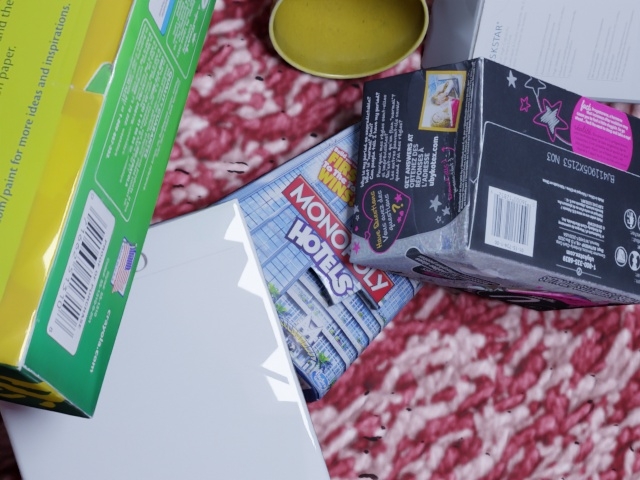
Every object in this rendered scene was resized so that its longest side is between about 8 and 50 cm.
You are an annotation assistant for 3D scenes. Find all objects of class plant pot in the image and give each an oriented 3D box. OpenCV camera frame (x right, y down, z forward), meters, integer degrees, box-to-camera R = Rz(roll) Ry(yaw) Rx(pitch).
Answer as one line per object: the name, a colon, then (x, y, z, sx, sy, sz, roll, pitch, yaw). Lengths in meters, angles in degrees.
plant pot: (0.020, -0.217, 1.354, 0.134, 0.134, 0.095, 12, 51, -22)

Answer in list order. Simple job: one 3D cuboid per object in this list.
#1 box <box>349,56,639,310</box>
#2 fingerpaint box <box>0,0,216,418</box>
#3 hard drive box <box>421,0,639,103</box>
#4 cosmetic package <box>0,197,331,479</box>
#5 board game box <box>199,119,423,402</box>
box: (0.160, -0.037, 1.337, 0.247, 0.142, 0.163, 14, 76, -40)
fingerpaint box: (-0.281, -0.140, 1.082, 0.371, 0.163, 0.445, 11, 73, 12)
hard drive box: (0.225, -0.221, 1.415, 0.232, 0.089, 0.181, 2, 112, -25)
cosmetic package: (-0.101, 0.180, 1.181, 0.217, 0.156, 0.385, -20, 91, -4)
board game box: (0.000, 0.000, 1.337, 0.194, 0.060, 0.194, 48, 67, -10)
